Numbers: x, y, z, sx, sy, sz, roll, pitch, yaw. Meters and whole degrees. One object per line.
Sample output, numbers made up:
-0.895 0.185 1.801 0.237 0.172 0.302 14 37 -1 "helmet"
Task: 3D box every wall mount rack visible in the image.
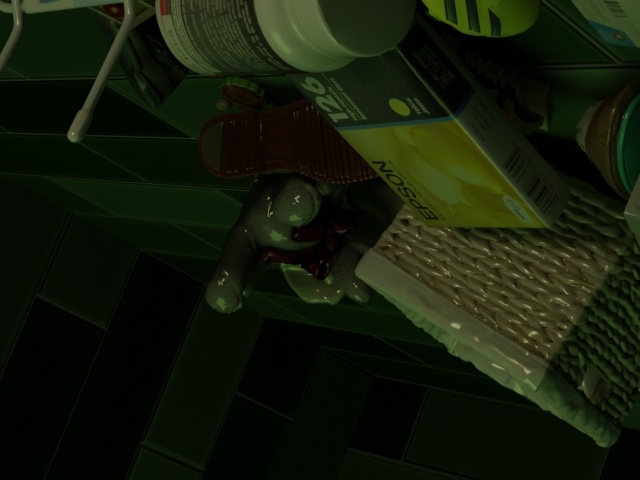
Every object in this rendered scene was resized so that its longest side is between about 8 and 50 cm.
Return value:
-0.315 -0.266 1.765 0.350 0.304 0.130 2 -169 42 "wall mount rack"

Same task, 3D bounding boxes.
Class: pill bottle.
-0.038 -0.257 1.676 0.161 0.161 0.283 30 165 -35 "pill bottle"

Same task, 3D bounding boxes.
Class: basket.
0.285 0.061 2.112 0.331 0.266 0.328 31 175 34 "basket"

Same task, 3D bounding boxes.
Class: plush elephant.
0.000 0.000 2.464 0.255 0.272 0.330 32 -154 -13 "plush elephant"

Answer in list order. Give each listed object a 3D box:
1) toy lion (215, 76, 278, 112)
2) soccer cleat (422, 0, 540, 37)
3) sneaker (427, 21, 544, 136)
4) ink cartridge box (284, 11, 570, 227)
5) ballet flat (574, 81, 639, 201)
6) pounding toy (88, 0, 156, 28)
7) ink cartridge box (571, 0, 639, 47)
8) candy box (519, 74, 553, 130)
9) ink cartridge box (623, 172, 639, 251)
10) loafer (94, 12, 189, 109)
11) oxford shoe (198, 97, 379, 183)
-0.105 -0.209 2.317 0.100 0.034 0.096 25 160 -18 "toy lion"
0.131 -0.275 1.484 0.121 0.093 0.289 -2 155 46 "soccer cleat"
0.187 -0.189 1.810 0.084 0.069 0.185 -18 129 34 "sneaker"
0.095 -0.129 1.853 0.303 0.072 0.307 44 153 -28 "ink cartridge box"
0.371 -0.103 1.834 0.124 0.116 0.342 35 -178 38 "ballet flat"
-0.219 -0.317 1.882 0.181 0.094 0.206 26 167 -19 "pounding toy"
0.331 -0.222 1.442 0.180 0.060 0.104 12 164 38 "ink cartridge box"
0.181 -0.189 1.914 0.206 0.027 0.105 18 163 16 "candy box"
0.399 -0.075 1.693 0.072 0.175 0.127 19 167 25 "ink cartridge box"
-0.247 -0.276 2.198 0.096 0.084 0.267 50 172 18 "loafer"
-0.002 -0.150 2.252 0.348 0.123 0.130 4 -170 31 "oxford shoe"
